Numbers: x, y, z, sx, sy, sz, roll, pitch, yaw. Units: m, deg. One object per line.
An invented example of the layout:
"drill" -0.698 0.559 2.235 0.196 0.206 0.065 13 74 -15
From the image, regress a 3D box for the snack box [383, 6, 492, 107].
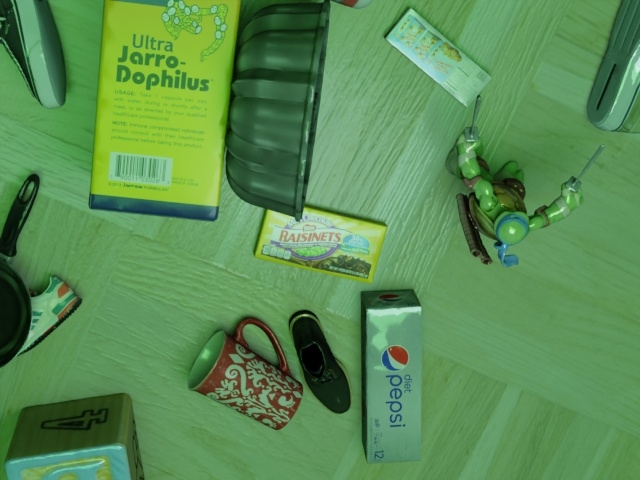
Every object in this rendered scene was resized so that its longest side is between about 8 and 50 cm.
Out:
"snack box" 0.189 -0.293 1.839 0.178 0.022 0.064 38 100 -15

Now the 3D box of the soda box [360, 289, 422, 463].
"soda box" 0.120 0.232 1.951 0.098 0.091 0.286 -3 106 -4

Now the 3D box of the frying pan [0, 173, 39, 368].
"frying pan" -0.548 0.053 1.842 0.197 0.053 0.326 3 88 8

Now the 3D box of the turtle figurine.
"turtle figurine" 0.304 -0.113 1.777 0.197 0.266 0.275 -3 107 -6

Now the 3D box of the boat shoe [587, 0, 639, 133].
"boat shoe" 0.526 -0.314 1.840 0.094 0.109 0.302 10 115 -25

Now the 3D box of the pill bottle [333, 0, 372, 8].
"pill bottle" -0.068 -0.489 1.656 0.362 0.210 0.210 18 104 -11

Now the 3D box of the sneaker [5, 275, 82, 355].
"sneaker" -0.471 0.124 1.881 0.161 0.057 0.075 -41 89 8

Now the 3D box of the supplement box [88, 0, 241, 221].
"supplement box" -0.232 -0.230 1.721 0.195 0.194 0.357 5 106 -7

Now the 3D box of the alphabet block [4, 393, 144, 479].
"alphabet block" -0.397 0.386 1.886 0.193 0.197 0.193 -6 106 -5

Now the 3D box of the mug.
"mug" -0.111 0.226 1.917 0.169 0.113 0.150 33 102 -18

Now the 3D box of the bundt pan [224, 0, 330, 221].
"bundt pan" -0.066 -0.197 1.690 0.124 0.331 0.331 7 106 1

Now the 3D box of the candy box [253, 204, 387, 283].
"candy box" 0.000 0.000 1.903 0.205 0.027 0.105 13 101 -10

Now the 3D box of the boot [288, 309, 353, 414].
"boot" 0.002 0.228 1.913 0.076 0.137 0.198 -28 108 3

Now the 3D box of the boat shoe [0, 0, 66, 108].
"boat shoe" -0.467 -0.339 1.709 0.104 0.113 0.306 -15 105 5
